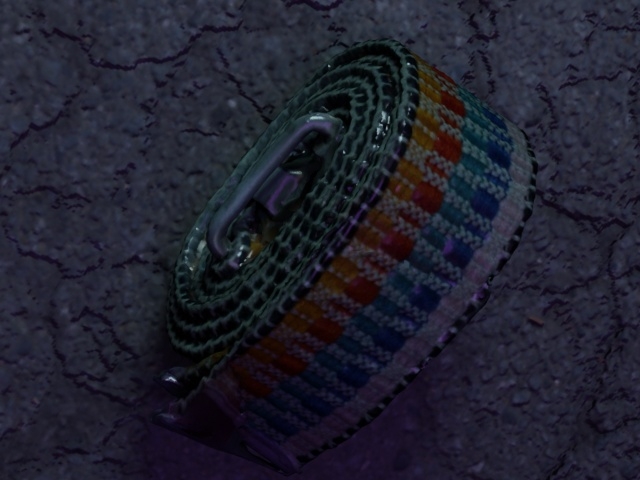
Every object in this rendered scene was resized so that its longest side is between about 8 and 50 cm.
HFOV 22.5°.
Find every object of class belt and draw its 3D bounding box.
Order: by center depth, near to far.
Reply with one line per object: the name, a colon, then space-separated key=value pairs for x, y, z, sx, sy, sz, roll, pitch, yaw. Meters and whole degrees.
belt: x=0.000 y=0.000 z=1.122 sx=0.160 sy=0.207 sz=0.295 roll=34 pitch=108 yaw=-27
